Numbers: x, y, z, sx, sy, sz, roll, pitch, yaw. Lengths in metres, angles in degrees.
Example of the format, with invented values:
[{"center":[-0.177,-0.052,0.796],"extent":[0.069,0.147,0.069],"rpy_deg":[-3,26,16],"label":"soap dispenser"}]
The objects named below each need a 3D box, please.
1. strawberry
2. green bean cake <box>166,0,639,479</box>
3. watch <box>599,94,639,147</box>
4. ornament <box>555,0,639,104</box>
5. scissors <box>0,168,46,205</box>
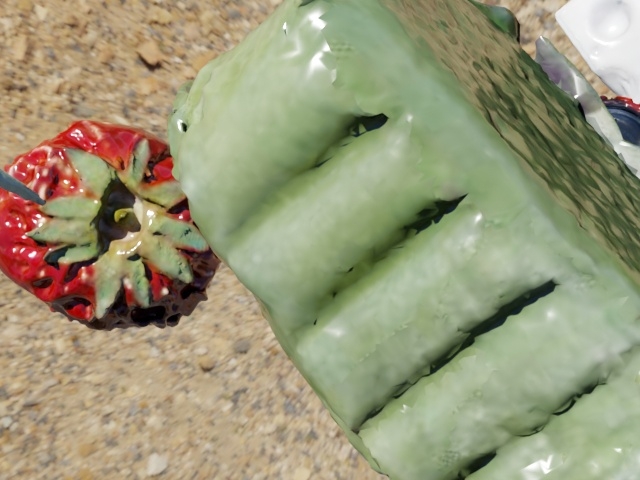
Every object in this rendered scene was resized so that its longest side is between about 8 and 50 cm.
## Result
[{"center":[-0.295,-0.025,1.666],"extent":[0.318,0.345,0.295],"rpy_deg":[-4,98,-13],"label":"strawberry"},{"center":[0.059,-0.006,0.464],"extent":[0.125,0.222,0.227],"rpy_deg":[-37,89,23],"label":"green bean cake"},{"center":[0.179,-0.069,0.791],"extent":[0.165,0.268,0.102],"rpy_deg":[12,89,15],"label":"watch"},{"center":[0.407,-0.174,1.103],"extent":[0.240,0.240,0.239],"rpy_deg":[-37,73,22],"label":"ornament"},{"center":[-0.373,-0.089,1.187],"extent":[0.144,0.247,0.017],"rpy_deg":[-47,43,-16],"label":"scissors"}]
